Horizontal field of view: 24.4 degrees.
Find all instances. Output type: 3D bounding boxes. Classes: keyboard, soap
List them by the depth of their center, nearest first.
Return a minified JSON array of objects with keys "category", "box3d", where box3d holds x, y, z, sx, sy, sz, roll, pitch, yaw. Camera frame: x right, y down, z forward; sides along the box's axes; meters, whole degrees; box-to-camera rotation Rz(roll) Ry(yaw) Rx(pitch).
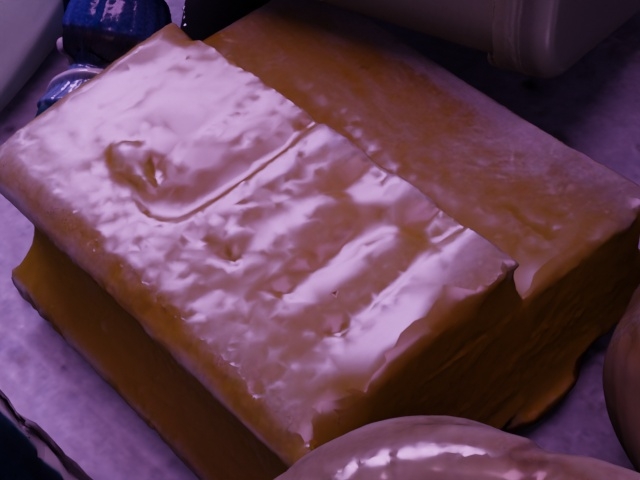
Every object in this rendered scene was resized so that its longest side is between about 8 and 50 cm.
[{"category":"soap","box3d":[0.000,0.000,0.791,0.259,0.143,0.281,-36,50,-23]},{"category":"keyboard","box3d":[-0.053,-0.180,1.016,0.074,0.015,0.196,3,52,5]}]

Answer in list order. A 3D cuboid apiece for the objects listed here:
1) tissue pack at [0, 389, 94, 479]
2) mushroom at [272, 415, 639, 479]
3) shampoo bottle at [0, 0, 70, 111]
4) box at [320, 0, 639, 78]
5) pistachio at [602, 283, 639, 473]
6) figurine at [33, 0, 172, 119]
[{"category":"tissue pack","box3d":[-0.262,0.235,0.516,0.253,0.264,0.416,-5,47,34]},{"category":"mushroom","box3d":[0.060,0.184,0.551,0.260,0.234,0.254,-24,75,11]},{"category":"shampoo bottle","box3d":[-0.268,-0.109,0.945,0.134,0.078,0.359,35,61,11]},{"category":"box","box3d":[0.060,-0.268,0.911,0.344,0.177,0.352,20,35,25]},{"category":"pistachio","box3d":[0.248,0.104,0.665,0.166,0.197,0.288,-49,64,23]},{"category":"figurine","box3d":[-0.145,-0.106,0.923,0.077,0.079,0.136,8,52,32]}]
